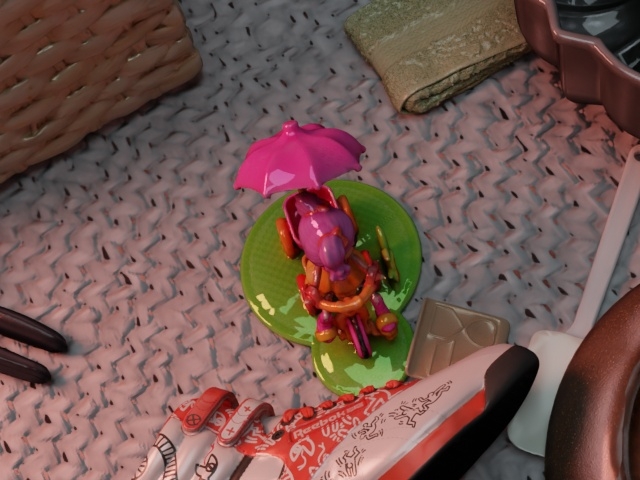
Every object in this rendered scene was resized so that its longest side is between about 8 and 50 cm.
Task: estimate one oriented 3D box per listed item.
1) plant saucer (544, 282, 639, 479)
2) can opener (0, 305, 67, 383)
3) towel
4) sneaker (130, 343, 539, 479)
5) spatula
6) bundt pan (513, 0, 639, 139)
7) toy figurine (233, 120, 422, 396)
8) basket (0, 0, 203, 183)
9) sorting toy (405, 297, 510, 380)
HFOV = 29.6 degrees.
[{"bbox_3d":[0.289,0.134,0.704,0.310,0.050,0.310,-3,67,6],"label":"plant saucer"},{"bbox_3d":[-0.268,0.054,0.862,0.186,0.073,0.059,27,79,9],"label":"can opener"},{"bbox_3d":[0.100,-0.164,0.913,0.148,0.027,0.110,-29,61,-4],"label":"towel"},{"bbox_3d":[-0.005,0.123,0.746,0.270,0.090,0.145,-43,65,-3],"label":"sneaker"},{"bbox_3d":[0.233,0.048,0.785,0.168,0.019,0.242,16,68,19],"label":"spatula"},{"bbox_3d":[0.278,-0.195,0.830,0.331,0.124,0.331,-2,63,5],"label":"bundt pan"},{"bbox_3d":[0.000,0.000,0.775,0.130,0.159,0.173,-19,62,1],"label":"toy figurine"},{"bbox_3d":[-0.290,-0.214,0.852,0.331,0.328,0.266,-30,66,-5],"label":"basket"},{"bbox_3d":[0.087,0.083,0.795,0.062,0.012,0.083,17,66,1],"label":"sorting toy"}]
